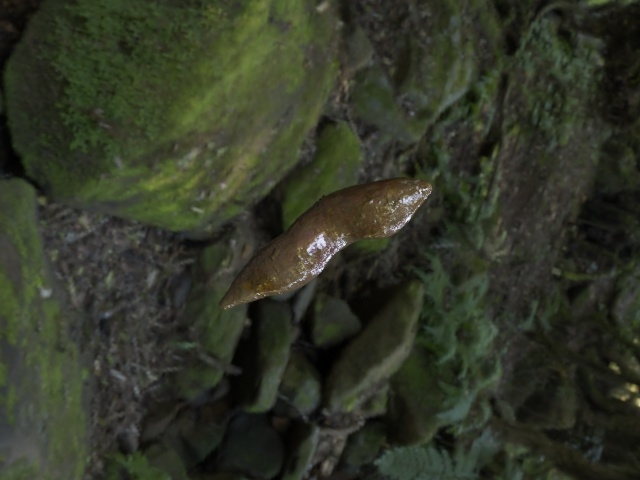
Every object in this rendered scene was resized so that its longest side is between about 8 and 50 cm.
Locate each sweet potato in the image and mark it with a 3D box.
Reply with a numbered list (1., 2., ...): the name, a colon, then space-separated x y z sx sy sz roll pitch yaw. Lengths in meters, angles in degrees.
1. sweet potato: -0.001 -0.003 0.807 0.051 0.218 0.065 51 13 -47
